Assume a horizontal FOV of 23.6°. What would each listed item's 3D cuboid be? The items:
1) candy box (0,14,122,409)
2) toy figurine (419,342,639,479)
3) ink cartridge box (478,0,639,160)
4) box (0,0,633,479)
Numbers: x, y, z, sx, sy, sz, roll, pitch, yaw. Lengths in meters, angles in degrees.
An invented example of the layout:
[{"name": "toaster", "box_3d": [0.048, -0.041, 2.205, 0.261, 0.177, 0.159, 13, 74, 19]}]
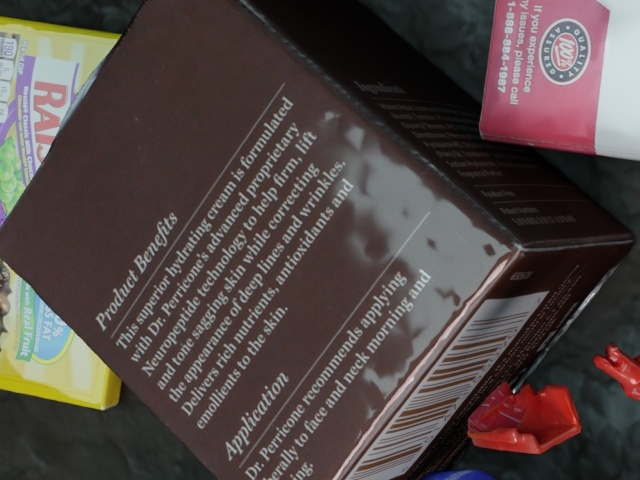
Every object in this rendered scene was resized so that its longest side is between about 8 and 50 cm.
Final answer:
[{"name": "candy box", "box_3d": [-0.149, -0.017, 0.846, 0.105, 0.027, 0.206, 9, 96, 11]}, {"name": "toy figurine", "box_3d": [0.133, 0.207, 0.682, 0.217, 0.191, 0.363, -4, 111, 63]}, {"name": "ink cartridge box", "box_3d": [0.201, -0.111, 0.635, 0.237, 0.100, 0.172, 9, 96, 27]}, {"name": "box", "box_3d": [0.000, 0.000, 0.703, 0.203, 0.167, 0.168, 43, 110, 19]}]
